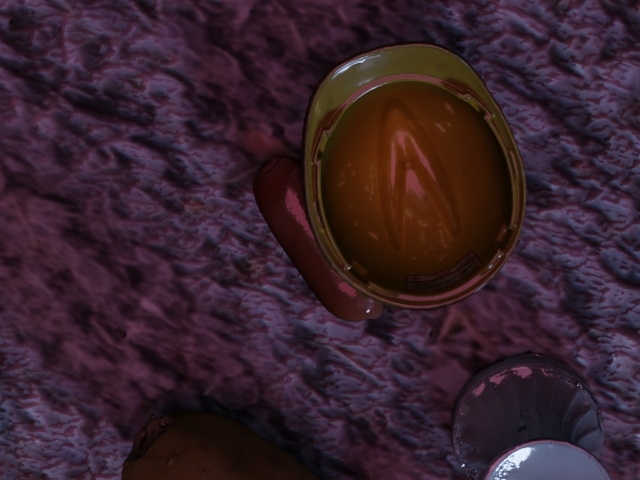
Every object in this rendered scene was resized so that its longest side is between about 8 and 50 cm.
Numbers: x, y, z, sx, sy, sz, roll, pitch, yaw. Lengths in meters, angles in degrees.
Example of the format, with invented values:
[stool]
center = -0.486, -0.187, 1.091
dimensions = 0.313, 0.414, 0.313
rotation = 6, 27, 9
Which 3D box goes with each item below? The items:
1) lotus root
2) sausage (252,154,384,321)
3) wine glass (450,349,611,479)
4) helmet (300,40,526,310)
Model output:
[lotus root]
center = -0.051, 0.300, 1.351
dimensions = 0.343, 0.169, 0.151
rotation = 38, 78, -5
[sausage]
center = 0.000, 0.000, 1.322
dimensions = 0.077, 0.077, 0.194
rotation = -30, 101, 9
[wine glass]
center = 0.215, 0.217, 1.310
dimensions = 0.165, 0.196, 0.165
rotation = 0, 103, 1
[helmet]
center = 0.084, -0.071, 1.265
dimensions = 0.205, 0.140, 0.257
rotation = -14, 105, 4
